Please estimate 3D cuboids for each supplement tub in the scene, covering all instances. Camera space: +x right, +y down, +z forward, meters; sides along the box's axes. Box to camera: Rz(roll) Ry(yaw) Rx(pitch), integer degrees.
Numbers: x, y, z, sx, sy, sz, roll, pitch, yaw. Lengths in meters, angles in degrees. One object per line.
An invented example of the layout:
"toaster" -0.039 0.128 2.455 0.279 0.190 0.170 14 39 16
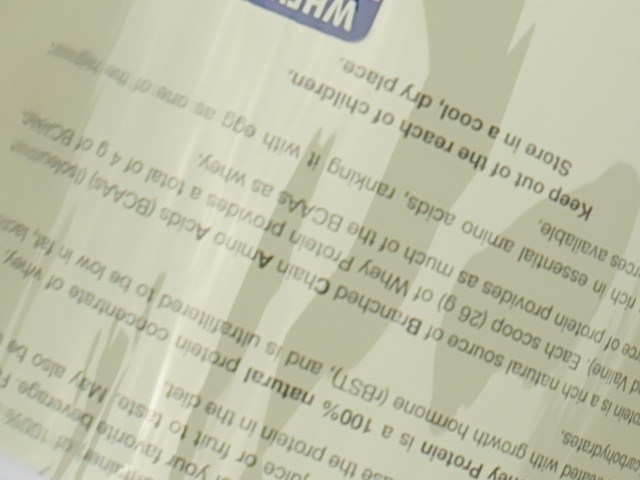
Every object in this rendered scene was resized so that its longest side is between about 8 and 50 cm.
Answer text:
"supplement tub" 0.000 0.000 0.529 0.235 0.235 0.325 24 90 -6
